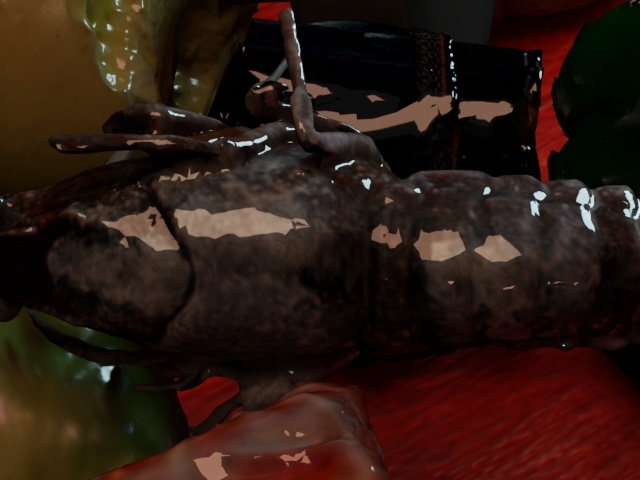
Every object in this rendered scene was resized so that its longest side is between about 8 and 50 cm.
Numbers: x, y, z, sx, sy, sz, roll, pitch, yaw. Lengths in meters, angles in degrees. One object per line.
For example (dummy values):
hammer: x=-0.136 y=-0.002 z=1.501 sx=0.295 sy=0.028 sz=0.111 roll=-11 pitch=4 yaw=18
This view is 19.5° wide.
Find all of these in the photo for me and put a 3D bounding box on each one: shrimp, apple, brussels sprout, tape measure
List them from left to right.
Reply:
brussels sprout: x=-0.177 y=0.136 z=0.992 sx=0.244 sy=0.244 sz=0.244 roll=-6 pitch=54 yaw=8
apple: x=-0.169 y=-0.125 z=1.142 sx=0.279 sy=0.279 sz=0.279 roll=-6 pitch=54 yaw=8
shrimp: x=-0.004 y=0.000 z=0.889 sx=0.411 sy=0.166 sz=0.221 roll=4 pitch=100 yaw=12
tape measure: x=0.027 y=-0.023 z=1.058 sx=0.202 sy=0.223 sz=0.135 roll=6 pitch=49 yaw=4

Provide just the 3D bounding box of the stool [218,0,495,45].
stool: x=0.028 y=-0.142 z=1.136 sx=0.139 sy=0.228 sz=0.153 roll=1 pitch=14 yaw=26

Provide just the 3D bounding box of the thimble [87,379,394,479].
thimble: x=-0.023 y=0.251 z=0.799 sx=0.231 sy=0.350 sz=0.350 roll=-25 pitch=53 yaw=-8

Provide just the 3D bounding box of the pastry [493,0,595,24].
pastry: x=0.144 y=-0.244 z=1.270 sx=0.229 sy=0.100 sz=0.218 roll=-3 pitch=51 yaw=16

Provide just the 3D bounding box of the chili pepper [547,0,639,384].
chili pepper: x=0.259 y=-0.034 z=1.018 sx=0.257 sy=0.233 sz=0.248 roll=3 pitch=51 yaw=21
